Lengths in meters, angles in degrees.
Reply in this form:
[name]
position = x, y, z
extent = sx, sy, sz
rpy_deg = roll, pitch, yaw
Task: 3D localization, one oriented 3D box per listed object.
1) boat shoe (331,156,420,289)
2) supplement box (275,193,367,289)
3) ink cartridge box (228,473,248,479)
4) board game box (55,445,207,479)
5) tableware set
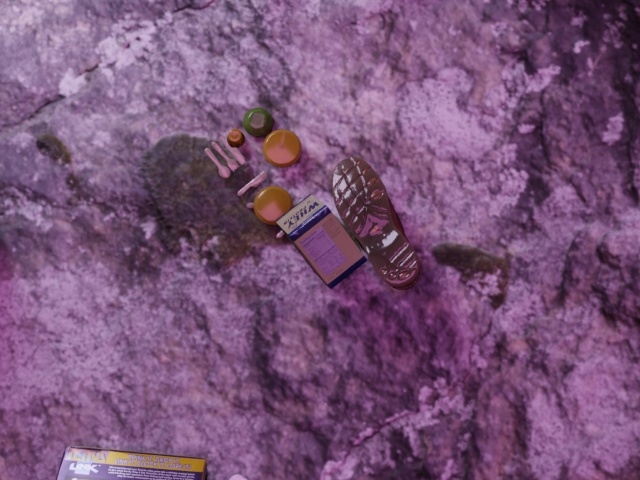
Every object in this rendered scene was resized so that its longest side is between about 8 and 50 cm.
[boat shoe]
position = 0.065, -0.017, 1.262
extent = 0.064, 0.060, 0.178
rpy_deg = -27, 71, 1
[supplement box]
position = 0.000, 0.000, 1.235
extent = 0.056, 0.083, 0.083
rpy_deg = -38, 109, -4
[ink cartridge box]
position = -0.042, 0.458, 1.180
extent = 0.353, 0.119, 0.207
rpy_deg = 44, 87, 6
[board game box]
position = -0.224, 0.312, 1.200
extent = 0.170, 0.048, 0.141
rpy_deg = 5, 46, 2
[tableware set]
position = -0.060, -0.085, 1.290
extent = 0.104, 0.024, 0.154
rpy_deg = -41, 84, -7
